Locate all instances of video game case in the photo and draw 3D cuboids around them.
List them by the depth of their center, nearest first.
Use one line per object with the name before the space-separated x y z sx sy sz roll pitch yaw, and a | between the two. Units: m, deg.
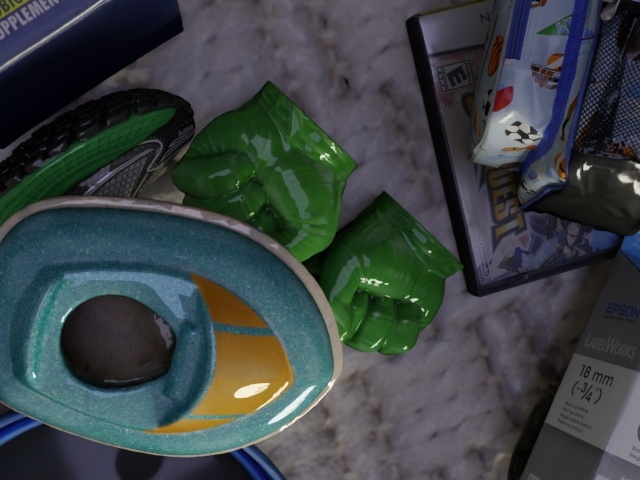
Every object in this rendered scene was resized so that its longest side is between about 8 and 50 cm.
video game case | 0.233 -0.109 0.735 0.248 0.035 0.274 -15 98 -8

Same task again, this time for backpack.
backpack | 0.233 -0.149 0.598 0.213 0.276 0.263 21 89 2

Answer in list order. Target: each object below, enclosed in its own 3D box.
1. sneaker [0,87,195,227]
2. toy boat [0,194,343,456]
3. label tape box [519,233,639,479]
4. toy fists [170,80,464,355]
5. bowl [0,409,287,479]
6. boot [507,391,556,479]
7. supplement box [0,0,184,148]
sneaker | -0.231 0.007 0.638 0.343 0.134 0.146 -45 117 -2
toy boat | -0.122 0.132 0.546 0.267 0.148 0.318 10 101 -12
label tape box | 0.357 0.147 0.692 0.241 0.106 0.333 25 84 -12
toy fists | 0.000 0.000 0.661 0.279 0.096 0.142 40 96 -25
bowl | -0.195 0.320 0.685 0.391 0.077 0.391 -1 96 -10
boot | 0.284 0.274 0.761 0.208 0.076 0.189 23 78 -17
supplement box | -0.282 -0.270 0.543 0.194 0.195 0.356 -35 96 -5
